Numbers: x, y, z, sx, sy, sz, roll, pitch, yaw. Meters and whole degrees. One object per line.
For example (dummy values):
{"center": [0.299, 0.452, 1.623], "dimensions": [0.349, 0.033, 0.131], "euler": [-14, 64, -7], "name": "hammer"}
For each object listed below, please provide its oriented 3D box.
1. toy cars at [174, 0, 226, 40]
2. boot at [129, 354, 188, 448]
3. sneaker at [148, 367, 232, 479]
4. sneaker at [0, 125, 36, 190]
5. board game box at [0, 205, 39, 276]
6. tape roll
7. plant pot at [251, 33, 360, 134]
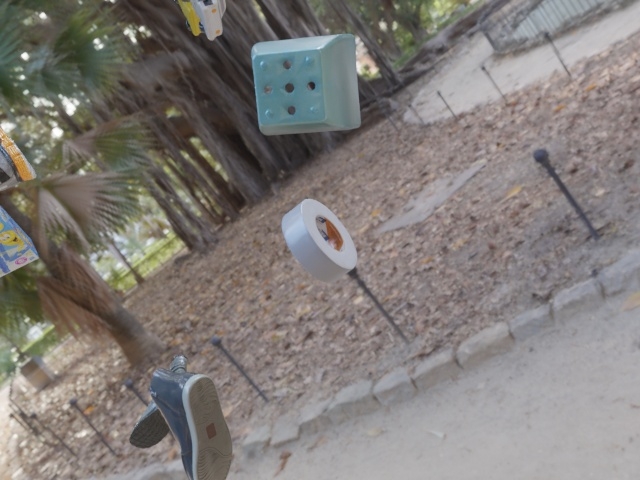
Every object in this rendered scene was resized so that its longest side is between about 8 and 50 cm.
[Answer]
{"center": [-0.256, -0.534, 1.295], "dimensions": [0.087, 0.177, 0.394], "euler": [-22, 26, -11], "name": "toy cars"}
{"center": [-0.443, 0.453, 1.707], "dimensions": [0.247, 0.083, 0.161], "euler": [-53, 20, 3], "name": "boot"}
{"center": [-0.225, 0.326, 1.049], "dimensions": [0.118, 0.222, 0.083], "euler": [4, 14, 41], "name": "sneaker"}
{"center": [-0.583, -0.169, 1.046], "dimensions": [0.083, 0.215, 0.084], "euler": [-37, -22, -17], "name": "sneaker"}
{"center": [-1.077, 0.033, 1.853], "dimensions": [0.308, 0.086, 0.302], "euler": [-29, -20, -15], "name": "board game box"}
{"center": [0.000, 0.000, 1.571], "dimensions": [0.072, 0.219, 0.219], "euler": [-37, 11, 25], "name": "tape roll"}
{"center": [-0.031, -0.255, 1.000], "dimensions": [0.165, 0.166, 0.234], "euler": [-2, 15, 10], "name": "plant pot"}
